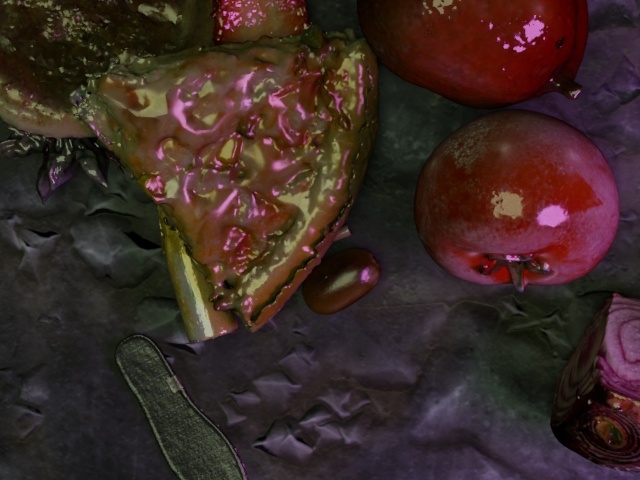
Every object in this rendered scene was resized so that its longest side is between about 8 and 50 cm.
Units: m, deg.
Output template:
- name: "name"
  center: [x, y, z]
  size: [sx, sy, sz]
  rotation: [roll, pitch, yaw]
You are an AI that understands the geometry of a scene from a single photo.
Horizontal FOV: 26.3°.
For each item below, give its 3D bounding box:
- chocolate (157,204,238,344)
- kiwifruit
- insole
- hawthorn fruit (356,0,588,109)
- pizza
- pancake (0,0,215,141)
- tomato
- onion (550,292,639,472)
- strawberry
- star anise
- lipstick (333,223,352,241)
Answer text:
- name: "chocolate"
  center: [-0.186, 0.039, 2.010]
  size: [0.085, 0.085, 0.219]
  rotation: [-16, 93, 13]
- name: "kiwifruit"
  center: [0.028, 0.059, 1.972]
  size: [0.124, 0.075, 0.075]
  rotation: [-32, 93, 18]
- name: "insole"
  center: [-0.212, 0.278, 2.084]
  size: [0.110, 0.012, 0.309]
  rotation: [-29, 94, 15]
- name: "hawthorn fruit"
  center: [0.200, -0.311, 1.778]
  size: [0.311, 0.295, 0.295]
  rotation: [23, 104, -21]
- name: "pizza"
  center: [-0.070, -0.130, 1.886]
  size: [0.392, 0.080, 0.435]
  rotation: [-34, 116, 2]
- name: "pancake"
  center: [-0.339, -0.315, 1.906]
  size: [0.382, 0.071, 0.382]
  rotation: [2, 77, -9]
- name: "tomato"
  center: [0.256, -0.058, 1.817]
  size: [0.270, 0.270, 0.227]
  rotation: [-2, 68, 11]
- name: "onion"
  center: [0.432, 0.219, 1.854]
  size: [0.206, 0.216, 0.207]
  rotation: [25, 137, 3]
- name: "strawberry"
  center: [-0.077, -0.299, 1.925]
  size: [0.167, 0.087, 0.208]
  rotation: [0, 99, -16]
- name: "star anise"
  center: [-0.343, -0.173, 1.976]
  size: [0.282, 0.129, 0.212]
  rotation: [-18, 93, -3]
- name: "lipstick"
  center: [0.000, 0.000, 1.993]
  size: [0.094, 0.019, 0.019]
  rotation: [-20, 95, 12]
